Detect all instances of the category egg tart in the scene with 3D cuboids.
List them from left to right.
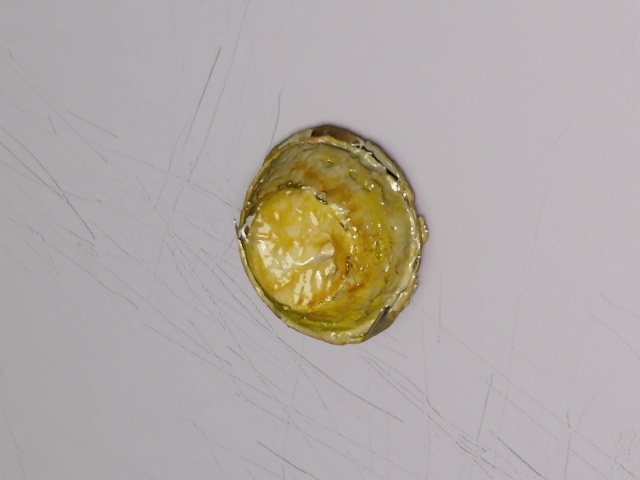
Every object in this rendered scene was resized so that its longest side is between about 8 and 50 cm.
[{"bbox_3d":[0.000,0.001,1.459,0.212,0.090,0.213,9,108,28],"label":"egg tart"}]
